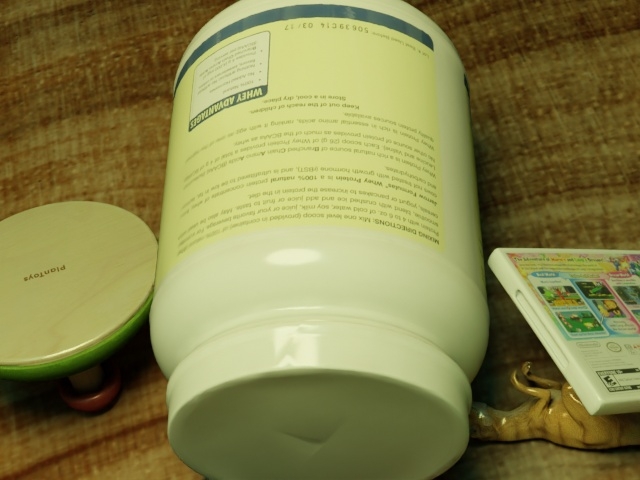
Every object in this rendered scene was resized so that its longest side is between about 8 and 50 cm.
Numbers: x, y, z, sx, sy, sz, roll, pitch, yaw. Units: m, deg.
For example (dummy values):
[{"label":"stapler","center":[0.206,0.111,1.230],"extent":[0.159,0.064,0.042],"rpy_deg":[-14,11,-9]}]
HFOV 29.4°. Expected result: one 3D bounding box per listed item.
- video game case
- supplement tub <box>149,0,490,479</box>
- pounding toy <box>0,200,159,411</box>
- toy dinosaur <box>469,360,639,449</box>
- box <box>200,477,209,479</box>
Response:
[{"label":"video game case","center":[0.212,0.060,0.861],"extent":[0.157,0.019,0.143],"rpy_deg":[1,43,-34]},{"label":"supplement tub","center":[0.000,0.000,0.889],"extent":[0.235,0.235,0.325],"rpy_deg":[-7,54,11]},{"label":"pounding toy","center":[-0.233,0.067,0.993],"extent":[0.237,0.110,0.183],"rpy_deg":[0,43,13]},{"label":"toy dinosaur","center":[0.203,0.123,0.863],"extent":[0.211,0.064,0.112],"rpy_deg":[4,76,29]},{"label":"box","center":[-0.081,0.278,0.835],"extent":[0.191,0.045,0.184],"rpy_deg":[-39,57,-13]}]
